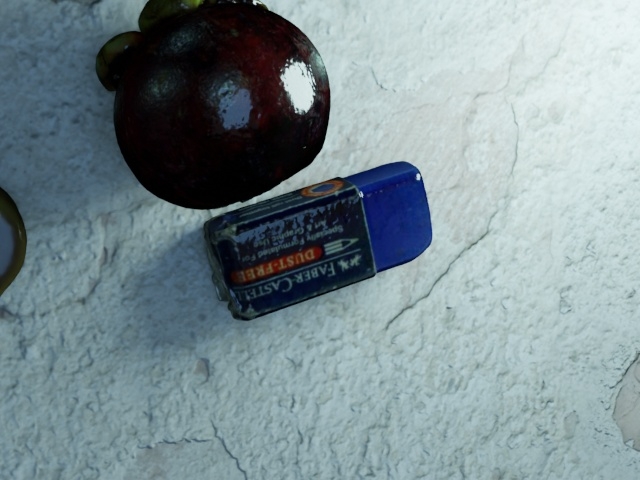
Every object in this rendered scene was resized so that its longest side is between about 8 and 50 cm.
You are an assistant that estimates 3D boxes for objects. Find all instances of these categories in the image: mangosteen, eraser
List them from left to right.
[{"bbox_3d":[-0.133,-0.190,1.343,0.300,0.300,0.300,-5,106,-19],"label":"mangosteen"},{"bbox_3d":[0.000,0.000,1.543,0.332,0.101,0.155,-18,110,-14],"label":"eraser"}]

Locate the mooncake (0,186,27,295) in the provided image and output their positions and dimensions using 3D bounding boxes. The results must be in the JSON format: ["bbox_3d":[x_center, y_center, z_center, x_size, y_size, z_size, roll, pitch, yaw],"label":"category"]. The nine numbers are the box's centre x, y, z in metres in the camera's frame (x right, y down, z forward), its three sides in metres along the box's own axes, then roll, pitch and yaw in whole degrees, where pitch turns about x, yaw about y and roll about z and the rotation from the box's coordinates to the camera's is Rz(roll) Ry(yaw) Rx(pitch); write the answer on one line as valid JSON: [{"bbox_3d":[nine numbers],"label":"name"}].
[{"bbox_3d":[-0.512,0.013,1.353,0.234,0.117,0.235,-4,103,-18],"label":"mooncake"}]
